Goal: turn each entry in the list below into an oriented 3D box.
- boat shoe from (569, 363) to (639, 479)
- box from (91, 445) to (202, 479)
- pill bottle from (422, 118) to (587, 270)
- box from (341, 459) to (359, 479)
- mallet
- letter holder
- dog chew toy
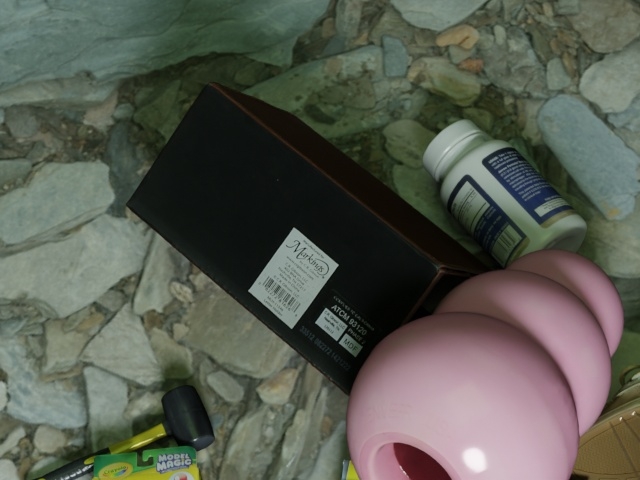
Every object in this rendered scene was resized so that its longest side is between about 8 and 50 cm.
[{"bbox_3d":[0.353,0.147,1.491,0.285,0.105,0.089,-27,26,16],"label":"boat shoe"},{"bbox_3d":[-0.158,0.283,1.494,0.105,0.043,0.179,-5,67,0],"label":"box"},{"bbox_3d":[0.181,-0.042,1.624,0.094,0.094,0.169,-34,65,-14],"label":"pill bottle"},{"bbox_3d":[0.127,0.293,1.476,0.233,0.044,0.159,5,62,6],"label":"box"},{"bbox_3d":[-0.191,0.210,1.547,0.189,0.039,0.062,-31,67,-7],"label":"mallet"},{"bbox_3d":[0.000,0.000,1.598,0.302,0.214,0.152,39,102,20],"label":"letter holder"},{"bbox_3d":[0.168,0.123,1.454,0.206,0.207,0.332,31,45,18],"label":"dog chew toy"}]
